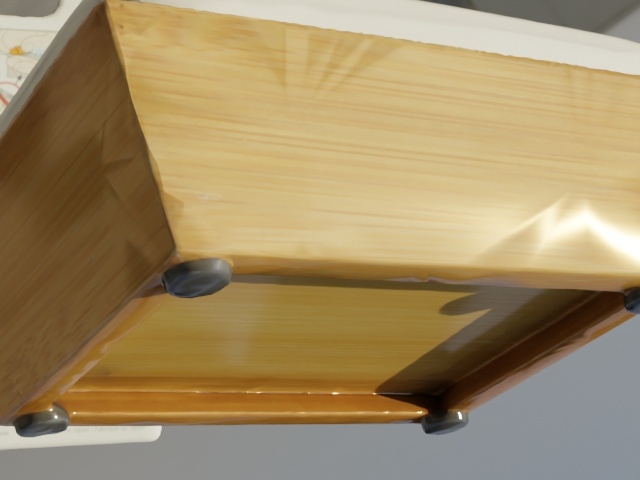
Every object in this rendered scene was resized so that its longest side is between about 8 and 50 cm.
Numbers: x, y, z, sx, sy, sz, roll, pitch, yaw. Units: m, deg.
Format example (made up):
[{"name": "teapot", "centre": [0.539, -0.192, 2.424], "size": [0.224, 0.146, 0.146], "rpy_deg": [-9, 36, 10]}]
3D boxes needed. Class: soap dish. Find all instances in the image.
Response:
[{"name": "soap dish", "centre": [0.000, 0.000, 0.648], "size": [0.290, 0.118, 0.229], "rpy_deg": [3, 154, -32]}]

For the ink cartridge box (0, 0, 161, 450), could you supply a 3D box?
[{"name": "ink cartridge box", "centre": [-0.266, -0.035, 1.135], "size": [0.308, 0.385, 0.091], "rpy_deg": [0, -171, -22]}]
